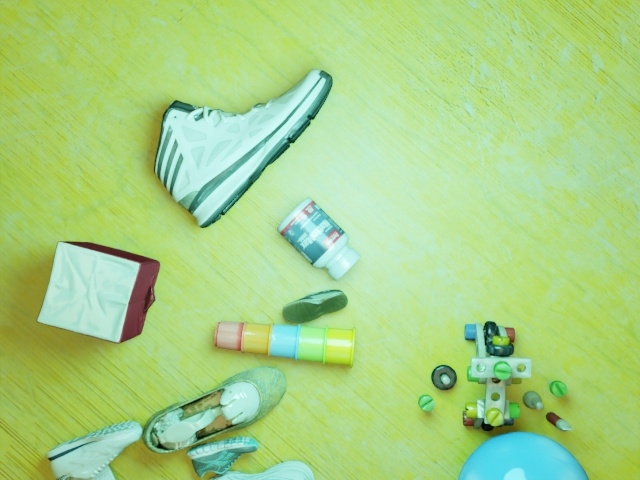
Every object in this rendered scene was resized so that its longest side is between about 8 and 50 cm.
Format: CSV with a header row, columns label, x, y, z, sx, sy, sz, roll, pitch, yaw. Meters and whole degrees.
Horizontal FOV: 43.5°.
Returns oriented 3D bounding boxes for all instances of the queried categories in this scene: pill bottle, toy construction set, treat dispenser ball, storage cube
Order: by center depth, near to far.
label,x,y,z,sx,sy,sz,roll,pitch,yaw
treat dispenser ball,0.434,0.556,1.713,0.288,0.288,0.288,0,90,0
toy construction set,0.412,0.328,1.740,0.309,0.237,0.257,26,90,0
storage cube,-0.481,0.109,1.767,0.215,0.193,0.183,15,90,1
pill bottle,0.000,0.000,1.809,0.180,0.108,0.108,44,90,0

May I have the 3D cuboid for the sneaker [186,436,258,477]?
label,x,y,z,sx,sy,sz,roll,pitch,yaw
sneaker,-0.218,0.496,1.831,0.167,0.065,0.076,-13,91,9

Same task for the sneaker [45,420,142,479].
label,x,y,z,sx,sy,sz,roll,pitch,yaw
sneaker,-0.503,0.481,1.818,0.235,0.090,0.094,-21,87,11

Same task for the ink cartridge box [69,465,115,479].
label,x,y,z,sx,sy,sz,roll,pitch,yaw
ink cartridge box,-0.548,0.681,1.827,0.296,0.066,0.261,-35,64,0

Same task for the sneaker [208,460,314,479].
label,x,y,z,sx,sy,sz,roll,pitch,yaw
sneaker,-0.161,0.572,1.794,0.297,0.129,0.110,-18,91,1

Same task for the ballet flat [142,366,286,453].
label,x,y,z,sx,sy,sz,roll,pitch,yaw
ballet flat,-0.238,0.389,1.803,0.349,0.123,0.123,-22,89,0

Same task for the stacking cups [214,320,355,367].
label,x,y,z,sx,sy,sz,roll,pitch,yaw
stacking cups,-0.080,0.228,1.811,0.317,0.096,0.095,5,90,0

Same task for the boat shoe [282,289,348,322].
label,x,y,z,sx,sy,sz,roll,pitch,yaw
boat shoe,-0.014,0.149,1.837,0.152,0.049,0.056,-11,108,-4

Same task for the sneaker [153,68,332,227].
label,x,y,z,sx,sy,sz,roll,pitch,yaw
sneaker,-0.195,-0.267,1.781,0.257,0.169,0.447,44,92,-1
